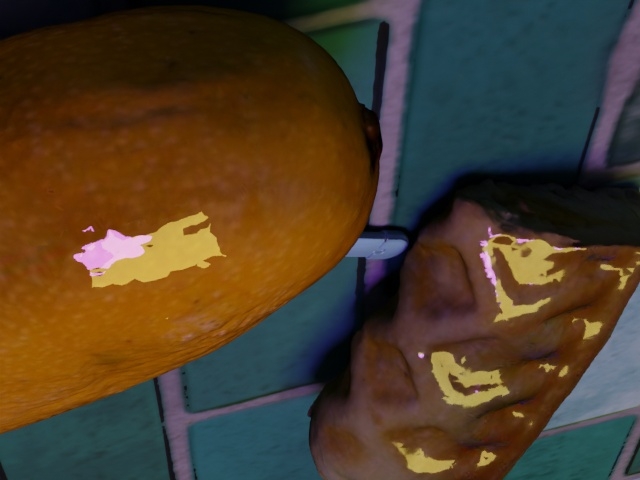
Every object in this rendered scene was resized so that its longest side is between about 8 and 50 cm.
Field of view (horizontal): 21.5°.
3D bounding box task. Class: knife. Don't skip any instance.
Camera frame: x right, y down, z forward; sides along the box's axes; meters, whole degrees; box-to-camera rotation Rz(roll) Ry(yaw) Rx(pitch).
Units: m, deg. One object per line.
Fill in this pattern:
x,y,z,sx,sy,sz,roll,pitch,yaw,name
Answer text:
0.000,0.000,0.726,0.096,0.010,0.027,2,147,-38,knife

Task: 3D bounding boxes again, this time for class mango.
-0.103,0.001,0.562,0.262,0.109,0.157,-19,164,15,mango

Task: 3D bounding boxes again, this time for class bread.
0.079,0.057,0.808,0.128,0.088,0.232,-10,149,-33,bread
